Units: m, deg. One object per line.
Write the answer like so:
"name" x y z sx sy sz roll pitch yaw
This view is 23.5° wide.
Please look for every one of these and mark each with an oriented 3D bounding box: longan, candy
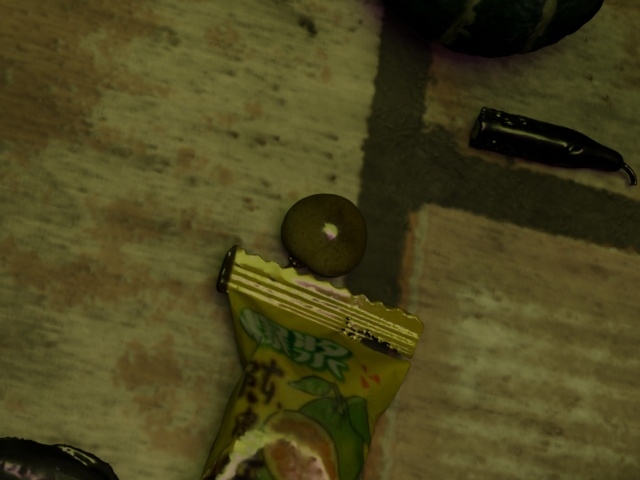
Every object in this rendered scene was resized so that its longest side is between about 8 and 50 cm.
"longan" 0.000 0.000 1.305 0.075 0.075 0.083 43 110 0
"candy" -0.028 0.163 1.235 0.187 0.081 0.297 22 64 -11

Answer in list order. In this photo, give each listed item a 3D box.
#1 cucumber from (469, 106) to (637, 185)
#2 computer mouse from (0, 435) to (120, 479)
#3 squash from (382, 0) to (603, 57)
"cucumber" 0.216 -0.086 1.395 0.163 0.039 0.043 11 93 -9
"computer mouse" -0.241 0.283 1.134 0.168 0.087 0.295 30 58 -17
"squash" 0.155 -0.287 1.367 0.252 0.165 0.252 3 73 -11
